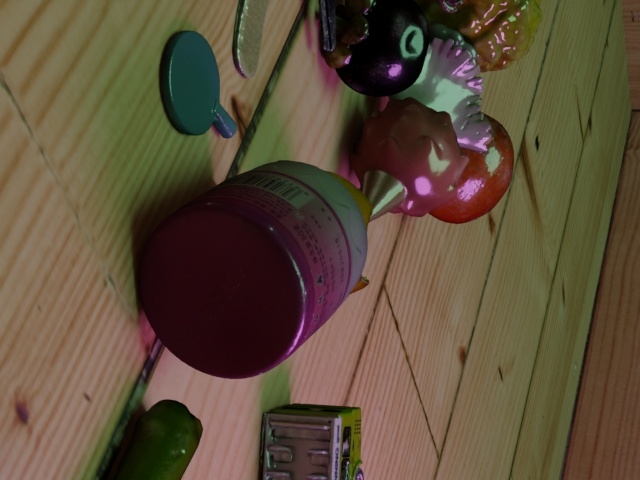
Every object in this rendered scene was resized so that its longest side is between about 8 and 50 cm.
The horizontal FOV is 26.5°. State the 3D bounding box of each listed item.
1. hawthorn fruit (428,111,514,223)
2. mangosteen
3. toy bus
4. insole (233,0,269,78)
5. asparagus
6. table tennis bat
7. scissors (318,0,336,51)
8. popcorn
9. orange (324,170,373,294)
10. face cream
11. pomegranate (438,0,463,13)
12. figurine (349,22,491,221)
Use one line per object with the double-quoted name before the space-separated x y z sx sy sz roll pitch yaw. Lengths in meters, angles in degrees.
"hawthorn fruit" 0.208 -0.112 2.031 0.173 0.173 0.173 3 90 -69
"mangosteen" 0.062 -0.255 1.701 0.151 0.137 0.137 21 70 -33
"toy bus" -0.019 0.344 1.588 0.139 0.113 0.302 16 75 -69
"insole" -0.064 -0.297 1.495 0.081 0.011 0.248 39 57 -65
"asparagus" -0.179 0.259 1.217 0.278 0.060 0.067 -64 169 -45
"table tennis bat" -0.120 -0.147 1.363 0.155 0.019 0.100 49 47 -59
"scissors" 0.000 -0.370 1.577 0.160 0.024 0.317 -37 132 -47
"popcorn" 0.215 -0.357 1.993 0.237 0.251 0.206 42 20 -23
"orange" 0.000 0.000 1.547 0.156 0.134 0.156 -33 131 -48
"face cream" -0.060 0.022 1.328 0.195 0.175 0.175 -37 127 -62
"pomegranate" 0.114 -0.390 1.697 0.210 0.179 0.179 53 44 -44
"figurine" 0.123 -0.133 1.837 0.207 0.166 0.387 40 51 -23
